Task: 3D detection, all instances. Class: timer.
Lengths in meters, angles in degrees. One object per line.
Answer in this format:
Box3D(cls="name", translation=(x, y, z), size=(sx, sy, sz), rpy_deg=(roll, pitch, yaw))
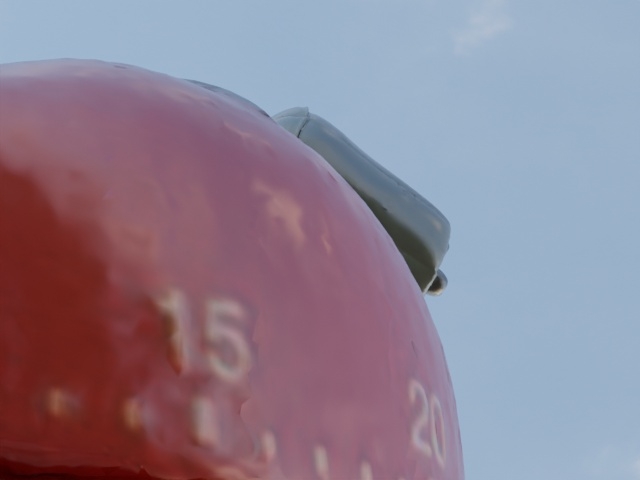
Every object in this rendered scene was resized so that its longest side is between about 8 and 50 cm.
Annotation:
Box3D(cls="timer", translation=(-0.141, 0.104, 0.584), size=(0.378, 0.378, 0.279), rpy_deg=(-8, -111, 21))

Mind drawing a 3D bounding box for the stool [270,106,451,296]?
Box3D(cls="stool", translation=(0.000, 0.000, 0.853), size=(0.110, 0.096, 0.096), rpy_deg=(32, -78, -7))
